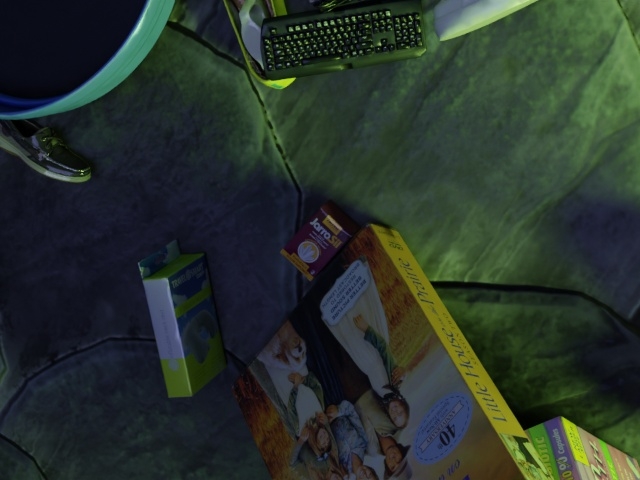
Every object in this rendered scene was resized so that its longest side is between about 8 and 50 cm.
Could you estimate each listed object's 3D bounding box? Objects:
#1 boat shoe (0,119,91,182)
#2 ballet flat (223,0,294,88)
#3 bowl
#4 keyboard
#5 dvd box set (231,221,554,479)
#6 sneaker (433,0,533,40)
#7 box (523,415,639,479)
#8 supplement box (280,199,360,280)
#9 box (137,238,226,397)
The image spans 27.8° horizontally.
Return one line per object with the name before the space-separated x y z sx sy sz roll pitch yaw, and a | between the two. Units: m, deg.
boat shoe | -0.360 -0.123 1.664 0.152 0.056 0.049 26 117 9
ballet flat | -0.083 -0.287 1.516 0.077 0.077 0.231 -15 101 22
bowl | -0.338 -0.333 1.523 0.391 0.077 0.391 -2 86 22
keyboard | 0.025 -0.242 1.478 0.192 0.038 0.100 -11 105 -5
dvd box set | 0.067 0.228 1.491 0.307 0.062 0.420 -50 46 24
sneaker | 0.223 -0.348 1.393 0.292 0.108 0.169 -29 94 13
box | 0.296 0.338 1.450 0.117 0.243 0.213 -28 57 23
supplement box | 0.000 0.000 1.593 0.055 0.043 0.083 43 113 3
box | -0.173 0.096 1.640 0.042 0.109 0.178 -5 104 23
